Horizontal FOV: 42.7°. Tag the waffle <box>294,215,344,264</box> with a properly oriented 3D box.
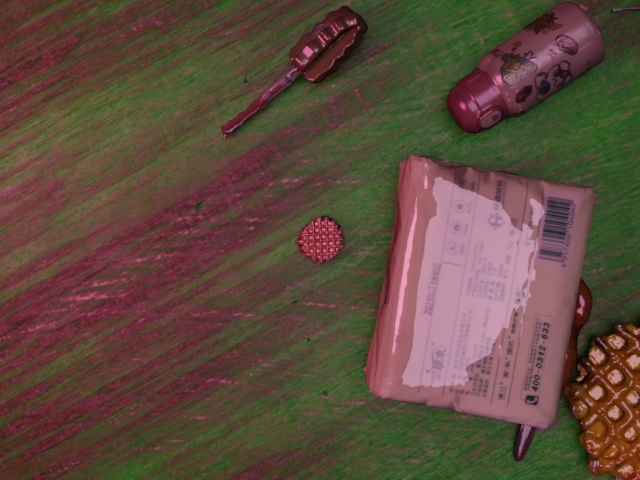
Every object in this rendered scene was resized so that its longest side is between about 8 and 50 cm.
[{"bbox_3d":[0.000,0.000,1.378,0.083,0.029,0.075,-43,86,5],"label":"waffle"}]

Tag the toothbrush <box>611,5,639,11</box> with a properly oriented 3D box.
[{"bbox_3d":[0.534,-0.388,1.365,0.096,0.008,0.006,-4,91,1],"label":"toothbrush"}]

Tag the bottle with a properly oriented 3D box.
[{"bbox_3d":[0.322,-0.267,1.319,0.253,0.120,0.120,-35,90,2],"label":"bottle"}]

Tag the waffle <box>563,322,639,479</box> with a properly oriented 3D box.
[{"bbox_3d":[0.564,0.267,1.327,0.329,0.062,0.330,-1,86,12],"label":"waffle"}]

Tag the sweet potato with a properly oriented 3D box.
[{"bbox_3d":[0.404,0.155,1.344,0.055,0.058,0.202,10,78,36],"label":"sweet potato"}]

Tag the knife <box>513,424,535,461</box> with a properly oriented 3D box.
[{"bbox_3d":[0.360,0.251,1.378,0.035,0.018,0.248,14,89,5],"label":"knife"}]

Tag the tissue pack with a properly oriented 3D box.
[{"bbox_3d":[0.240,0.073,1.282,0.296,0.207,0.381,12,92,-1],"label":"tissue pack"}]

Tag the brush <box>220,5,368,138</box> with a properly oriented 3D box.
[{"bbox_3d":[-0.049,-0.271,1.360,0.301,0.084,0.071,-41,122,9],"label":"brush"}]
